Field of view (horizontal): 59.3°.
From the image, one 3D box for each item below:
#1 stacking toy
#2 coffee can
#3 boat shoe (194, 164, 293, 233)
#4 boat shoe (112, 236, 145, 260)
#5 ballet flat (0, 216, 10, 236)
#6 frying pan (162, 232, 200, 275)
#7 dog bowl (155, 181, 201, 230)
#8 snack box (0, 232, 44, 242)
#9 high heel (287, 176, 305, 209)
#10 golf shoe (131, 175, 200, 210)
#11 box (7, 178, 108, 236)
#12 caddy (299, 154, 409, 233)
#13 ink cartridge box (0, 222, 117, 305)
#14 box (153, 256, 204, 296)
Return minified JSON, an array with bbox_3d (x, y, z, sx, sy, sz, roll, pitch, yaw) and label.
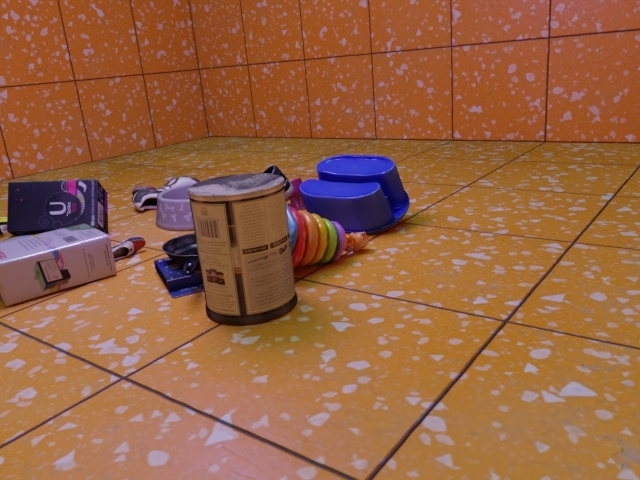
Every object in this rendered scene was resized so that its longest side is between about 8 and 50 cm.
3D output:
[{"bbox_3d":[0.000,0.000,1.440,0.302,0.175,0.165,4,40,-31],"label":"stacking toy"},{"bbox_3d":[-0.161,0.012,1.195,0.202,0.275,0.201,-4,18,1],"label":"coffee can"},{"bbox_3d":[-0.251,-0.119,1.715,0.340,0.113,0.127,-28,34,-1],"label":"boat shoe"},{"bbox_3d":[-0.568,0.027,1.632,0.137,0.049,0.043,-22,28,-36],"label":"boat shoe"},{"bbox_3d":[-1.127,-0.043,1.975,0.231,0.077,0.077,-8,35,-13],"label":"ballet flat"},{"bbox_3d":[-0.282,0.034,1.411,0.197,0.053,0.326,-12,21,-24],"label":"frying pan"},{"bbox_3d":[-0.416,-0.133,1.996,0.349,0.102,0.349,-4,18,1],"label":"dog bowl"},{"bbox_3d":[-0.868,0.037,1.650,0.174,0.070,0.207,-6,16,0],"label":"snack box"},{"bbox_3d":[-0.152,-0.180,2.036,0.082,0.117,0.244,-22,24,-40],"label":"high heel"},{"bbox_3d":[-0.598,-0.172,2.209,0.273,0.105,0.120,-16,36,-15],"label":"golf shoe"},{"bbox_3d":[-0.836,-0.096,1.802,0.270,0.165,0.143,-4,-12,-8],"label":"box"},{"bbox_3d":[0.103,-0.130,1.732,0.341,0.179,0.241,8,44,33],"label":"caddy"},{"bbox_3d":[-0.712,0.054,1.473,0.278,0.117,0.201,-18,22,-36],"label":"ink cartridge box"},{"bbox_3d":[-0.334,0.079,1.428,0.136,0.036,0.225,-13,20,-23],"label":"box"}]
